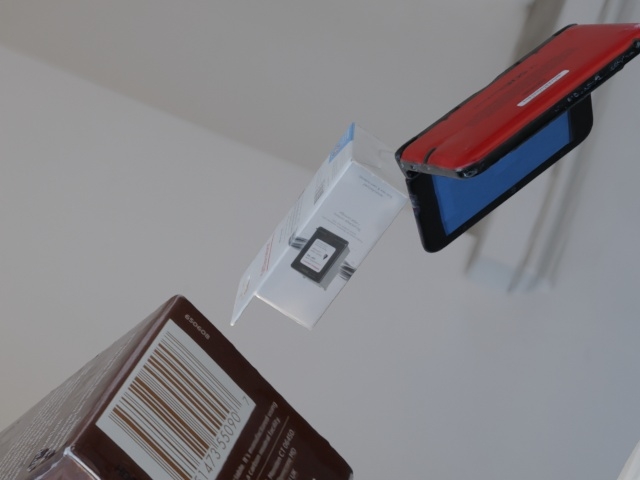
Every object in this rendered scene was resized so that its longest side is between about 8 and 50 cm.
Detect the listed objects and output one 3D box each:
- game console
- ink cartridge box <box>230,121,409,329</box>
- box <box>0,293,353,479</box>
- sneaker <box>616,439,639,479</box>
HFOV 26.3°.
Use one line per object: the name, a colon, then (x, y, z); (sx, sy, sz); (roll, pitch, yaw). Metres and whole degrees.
game console: (0.124, -0.055, 0.799); (0.144, 0.085, 0.124); (-37, 20, -15)
ink cartridge box: (0.000, 0.000, 1.153); (0.180, 0.060, 0.104); (-54, 11, 20)
box: (-0.120, 0.177, 0.838); (0.203, 0.167, 0.168); (-37, 13, 32)
sneaker: (0.175, 0.254, 0.748); (0.150, 0.135, 0.366); (-74, 1, -74)
